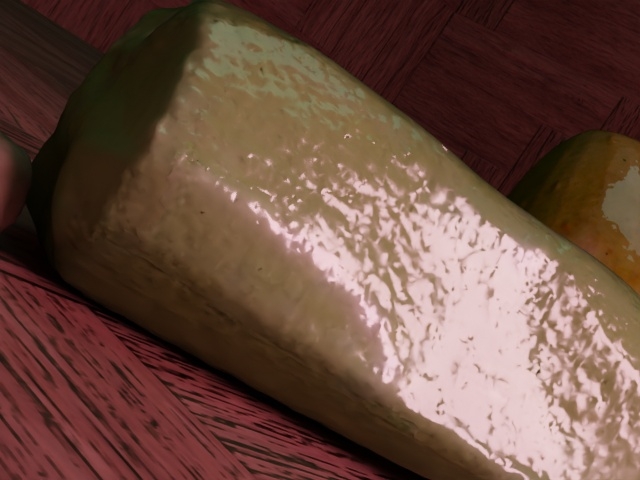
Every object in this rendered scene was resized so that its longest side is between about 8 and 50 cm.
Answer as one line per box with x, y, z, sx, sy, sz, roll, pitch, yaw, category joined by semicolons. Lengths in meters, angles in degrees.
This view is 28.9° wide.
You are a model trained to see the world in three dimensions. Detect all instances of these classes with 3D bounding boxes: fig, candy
0.293;0.033;1.339;0.258;0.326;0.258;15;-25;7;fig
0.035;0.036;0.542;0.343;0.132;0.142;35;-39;-20;candy

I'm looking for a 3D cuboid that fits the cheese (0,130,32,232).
-0.155;-0.037;0.392;0.065;0.043;0.194;40;3;15;cheese
